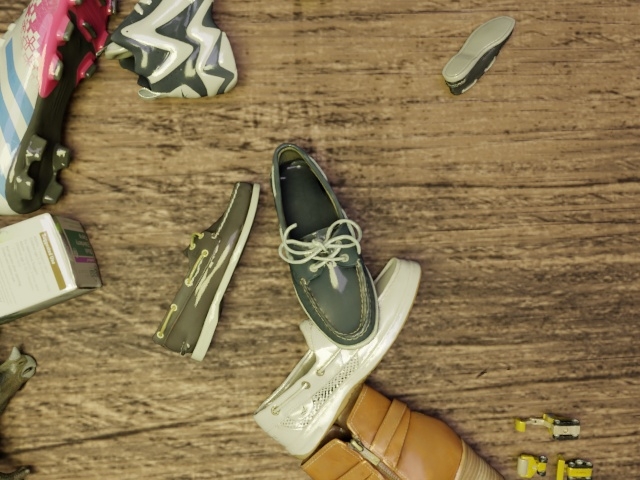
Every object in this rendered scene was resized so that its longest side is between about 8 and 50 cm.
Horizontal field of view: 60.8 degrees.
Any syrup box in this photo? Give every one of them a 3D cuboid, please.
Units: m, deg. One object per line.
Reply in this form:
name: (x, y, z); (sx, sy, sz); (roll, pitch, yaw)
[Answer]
syrup box: (-0.392, 0.053, 0.631); (0.236, 0.093, 0.096); (-21, 89, -5)

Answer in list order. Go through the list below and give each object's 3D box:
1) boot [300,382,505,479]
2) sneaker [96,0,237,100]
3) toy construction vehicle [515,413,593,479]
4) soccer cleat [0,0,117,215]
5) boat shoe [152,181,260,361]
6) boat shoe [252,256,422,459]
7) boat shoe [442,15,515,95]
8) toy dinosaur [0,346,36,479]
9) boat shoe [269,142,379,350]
boot: (0.066, 0.333, 0.644); (0.220, 0.109, 0.283); (35, 83, -3)
sneaker: (-0.208, -0.277, 0.660); (0.153, 0.094, 0.235); (-20, 99, -14)
toy construction vehicle: (0.300, 0.269, 0.708); (0.098, 0.035, 0.086); (-1, 98, -2)
soccer cleat: (-0.351, -0.196, 0.636); (0.143, 0.116, 0.332); (15, 85, 2)
boat shoe: (-0.135, 0.029, 0.658); (0.068, 0.081, 0.228); (20, 88, -7)
boat shoe: (0.017, 0.125, 0.657); (0.096, 0.098, 0.277); (35, 86, -3)
boat shoe: (0.211, -0.244, 0.720); (0.046, 0.038, 0.125); (33, 77, 39)
toy dinosaur: (-0.418, 0.254, 0.567); (0.120, 0.314, 0.160); (-18, 113, 21)
boat shoe: (0.000, 0.000, 0.629); (0.095, 0.079, 0.255); (-16, 66, 1)
